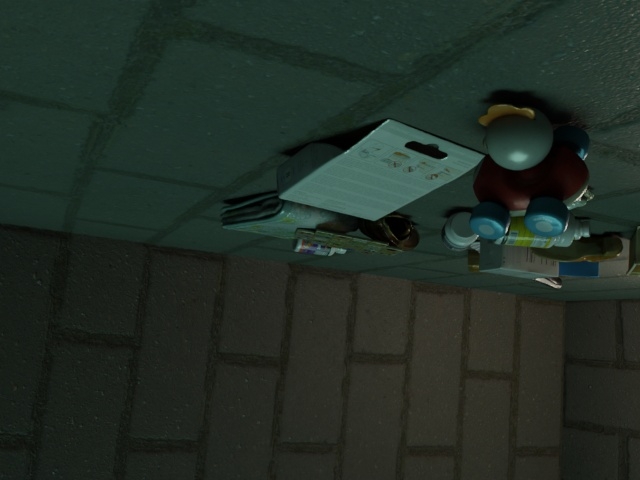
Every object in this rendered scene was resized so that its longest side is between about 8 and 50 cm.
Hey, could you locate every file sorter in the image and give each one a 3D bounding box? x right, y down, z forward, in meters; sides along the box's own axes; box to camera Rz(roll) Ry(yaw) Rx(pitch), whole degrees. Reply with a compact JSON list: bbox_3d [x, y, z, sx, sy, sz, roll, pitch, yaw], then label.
[{"bbox_3d":[0.918,0.075,2.396,0.171,0.118,0.104,3,173,12],"label":"file sorter"}]

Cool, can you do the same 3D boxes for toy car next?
[{"bbox_3d":[0.344,-0.159,1.171,0.210,0.219,0.238,-3,139,43],"label":"toy car"}]

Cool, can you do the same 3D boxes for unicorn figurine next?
[{"bbox_3d":[0.617,-0.096,1.667,0.111,0.060,0.162,14,168,-42],"label":"unicorn figurine"}]

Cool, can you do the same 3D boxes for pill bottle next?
[{"bbox_3d":[0.000,0.000,2.451,0.194,0.108,0.108,7,171,-15],"label":"pill bottle"},{"bbox_3d":[0.434,-0.032,2.021,0.108,0.107,0.180,4,170,5],"label":"pill bottle"},{"bbox_3d":[0.598,-0.039,1.851,0.209,0.119,0.119,5,171,0],"label":"pill bottle"},{"bbox_3d":[0.747,-0.034,1.969,0.117,0.065,0.065,-1,169,30],"label":"pill bottle"}]

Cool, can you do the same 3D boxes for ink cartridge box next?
[{"bbox_3d":[0.130,-0.175,1.494,0.308,0.091,0.385,12,152,-36],"label":"ink cartridge box"}]

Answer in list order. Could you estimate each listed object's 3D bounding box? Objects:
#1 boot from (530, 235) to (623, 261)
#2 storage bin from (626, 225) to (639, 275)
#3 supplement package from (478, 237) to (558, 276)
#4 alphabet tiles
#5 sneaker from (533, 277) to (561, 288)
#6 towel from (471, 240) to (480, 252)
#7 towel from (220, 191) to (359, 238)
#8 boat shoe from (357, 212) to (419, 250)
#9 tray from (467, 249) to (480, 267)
[{"bbox_3d":[0.866,0.037,2.226,0.296,0.104,0.211,-2,169,16],"label":"boot"},{"bbox_3d":[1.111,0.039,2.048,0.261,0.123,0.262,2,170,21],"label":"storage bin"},{"bbox_3d":[0.706,0.055,2.328,0.244,0.133,0.139,9,170,-20],"label":"supplement package"},{"bbox_3d":[0.087,0.009,2.145,0.343,0.011,0.285,11,171,-4],"label":"alphabet tiles"},{"bbox_3d":[0.854,0.101,2.522,0.283,0.124,0.107,19,-175,-36],"label":"sneaker"},{"bbox_3d":[0.665,0.030,2.526,0.144,0.029,0.197,-1,169,28],"label":"towel"},{"bbox_3d":[-0.107,-0.074,2.133,0.321,0.090,0.375,9,171,-40],"label":"towel"},{"bbox_3d":[0.252,-0.025,2.151,0.105,0.110,0.307,-2,169,40],"label":"boat shoe"},{"bbox_3d":[0.828,0.099,2.730,0.412,0.076,0.203,2,171,15],"label":"tray"}]
